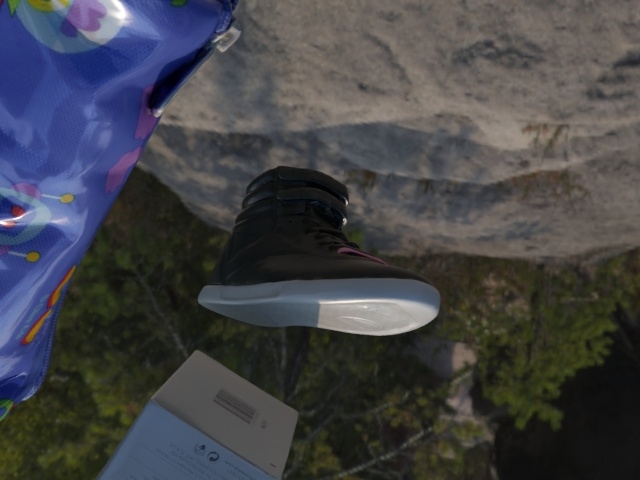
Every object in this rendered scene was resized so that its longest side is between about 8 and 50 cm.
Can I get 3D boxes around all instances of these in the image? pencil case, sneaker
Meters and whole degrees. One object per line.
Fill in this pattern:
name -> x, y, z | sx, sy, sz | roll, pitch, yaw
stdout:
pencil case -> -0.143, -0.031, 0.388 | 0.133, 0.119, 0.306 | 29, 122, -9
sneaker -> -0.001, 0.000, 0.790 | 0.105, 0.146, 0.296 | 26, 164, -33

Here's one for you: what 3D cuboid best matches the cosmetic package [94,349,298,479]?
cosmetic package -> -0.143, 0.250, 0.869 | 0.138, 0.224, 0.224 | 32, 94, 0
